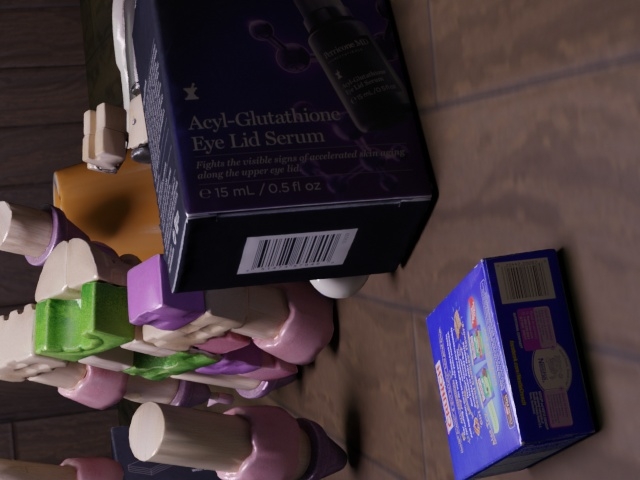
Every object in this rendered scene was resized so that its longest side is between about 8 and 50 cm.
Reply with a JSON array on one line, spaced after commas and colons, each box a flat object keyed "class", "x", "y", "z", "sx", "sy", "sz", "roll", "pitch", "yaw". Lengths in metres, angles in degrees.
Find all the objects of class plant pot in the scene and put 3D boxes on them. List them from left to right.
[{"class": "plant pot", "x": -0.151, "y": -0.011, "z": 1.394, "sx": 0.205, "sy": 0.188, "sz": 0.205, "roll": 175, "pitch": 90, "yaw": -77}]

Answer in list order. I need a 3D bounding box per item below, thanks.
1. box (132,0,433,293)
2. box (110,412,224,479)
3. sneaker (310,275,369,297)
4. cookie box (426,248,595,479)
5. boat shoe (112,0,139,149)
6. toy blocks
[{"class": "box", "x": -0.032, "y": -0.084, "z": 0.939, "sx": 0.108, "sy": 0.153, "sz": 0.207, "roll": 111, "pitch": 150, "yaw": -61}, {"class": "box", "x": -0.113, "y": 0.255, "z": 1.419, "sx": 0.093, "sy": 0.156, "sz": 0.158, "roll": 98, "pitch": 161, "yaw": -48}, {"class": "sneaker", "x": 0.001, "y": 0.000, "z": 1.035, "sx": 0.084, "sy": 0.058, "sz": 0.152, "roll": 106, "pitch": 160, "yaw": -44}, {"class": "cookie box", "x": 0.090, "y": 0.064, "z": 0.730, "sx": 0.107, "sy": 0.040, "sz": 0.091, "roll": 123, "pitch": 139, "yaw": -69}, {"class": "boat shoe", "x": -0.142, "y": -0.107, "z": 1.519, "sx": 0.112, "sy": 0.095, "sz": 0.335, "roll": -34, "pitch": -59, "yaw": -62}, {"class": "toy blocks", "x": -0.102, "y": 0.073, "z": 1.220, "sx": 0.288, "sy": 0.260, "sz": 0.309, "roll": -22, "pitch": 63, "yaw": 43}]
